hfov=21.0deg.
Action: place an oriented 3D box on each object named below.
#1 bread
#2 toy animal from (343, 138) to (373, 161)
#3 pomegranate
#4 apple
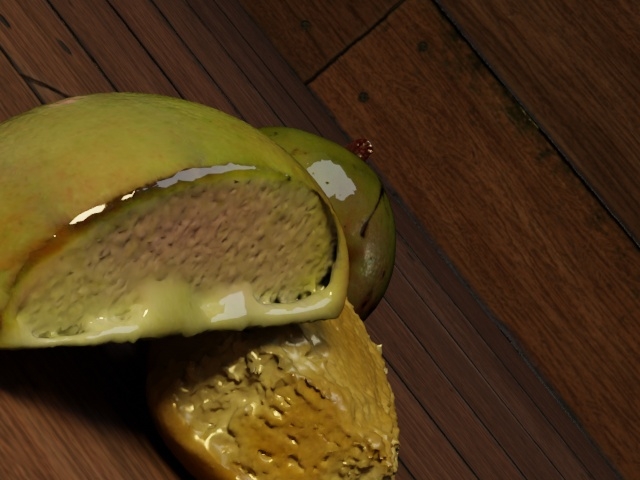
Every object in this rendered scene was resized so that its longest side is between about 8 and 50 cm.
[{"bbox_3d":[-0.028,0.094,1.112,0.174,0.121,0.245,53,8,-16],"label":"bread"},{"bbox_3d":[-0.011,0.001,1.469,0.105,0.202,0.070,26,10,-6],"label":"toy animal"},{"bbox_3d":[-0.047,-0.009,1.349,0.210,0.179,0.179,24,-5,30],"label":"pomegranate"},{"bbox_3d":[-0.113,-0.029,0.981,0.265,0.120,0.193,-3,31,-41],"label":"apple"}]
